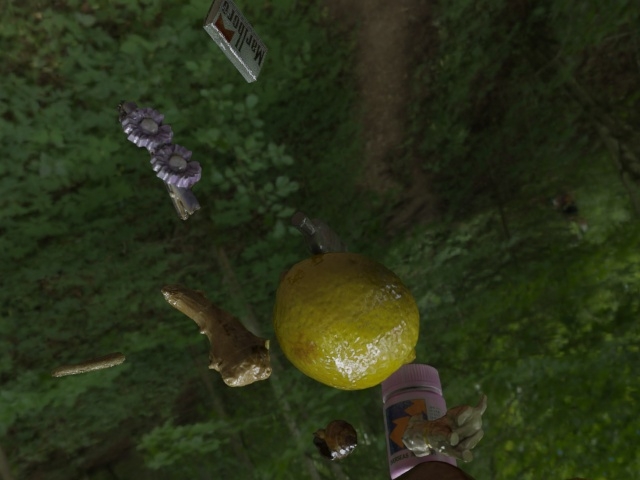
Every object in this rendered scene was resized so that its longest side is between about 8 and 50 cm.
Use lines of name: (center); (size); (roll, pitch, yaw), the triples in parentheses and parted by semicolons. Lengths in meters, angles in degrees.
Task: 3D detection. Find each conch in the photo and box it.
conch: (0.039, 0.470, 1.503); (0.080, 0.086, 0.233); (3, 153, -12)

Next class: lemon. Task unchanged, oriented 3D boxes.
lemon: (0.046, 0.145, 1.168); (0.267, 0.268, 0.267); (-13, -172, 2)

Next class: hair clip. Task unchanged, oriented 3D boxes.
hair clip: (-0.318, -0.173, 1.282); (0.106, 0.292, 0.084); (-25, 168, -44)

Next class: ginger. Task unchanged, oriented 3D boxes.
ginger: (-0.216, 0.190, 1.310); (0.131, 0.294, 0.086); (-39, 157, -36)

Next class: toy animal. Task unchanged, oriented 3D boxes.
toy animal: (0.295, 0.441, 1.529); (0.185, 0.104, 0.184); (-28, -170, 48)

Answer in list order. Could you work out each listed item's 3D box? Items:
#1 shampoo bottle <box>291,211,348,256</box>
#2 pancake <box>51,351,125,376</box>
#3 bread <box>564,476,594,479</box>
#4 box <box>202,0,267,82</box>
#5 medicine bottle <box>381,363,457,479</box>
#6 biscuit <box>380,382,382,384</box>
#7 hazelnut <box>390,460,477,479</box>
shampoo bottle: (0.000, 0.000, 1.257); (0.040, 0.080, 0.165); (-14, 143, 31)
pancake: (-0.502, 0.269, 1.385); (0.158, 0.028, 0.158); (-12, 176, -1)
bread: (0.541, 0.690, 1.291); (0.250, 0.395, 0.361); (5, 176, -13)
box: (-0.191, -0.466, 1.473); (0.035, 0.177, 0.115); (-8, -127, 31)
medicine bottle: (0.264, 0.505, 1.761); (0.178, 0.291, 0.178); (-3, 144, -2)
biscuit: (0.222, 0.445, 2.022); (0.228, 0.031, 0.176); (16, 168, -29)
hazelnut: (0.236, 0.642, 1.292); (0.315, 0.373, 0.372); (-27, 178, 38)
